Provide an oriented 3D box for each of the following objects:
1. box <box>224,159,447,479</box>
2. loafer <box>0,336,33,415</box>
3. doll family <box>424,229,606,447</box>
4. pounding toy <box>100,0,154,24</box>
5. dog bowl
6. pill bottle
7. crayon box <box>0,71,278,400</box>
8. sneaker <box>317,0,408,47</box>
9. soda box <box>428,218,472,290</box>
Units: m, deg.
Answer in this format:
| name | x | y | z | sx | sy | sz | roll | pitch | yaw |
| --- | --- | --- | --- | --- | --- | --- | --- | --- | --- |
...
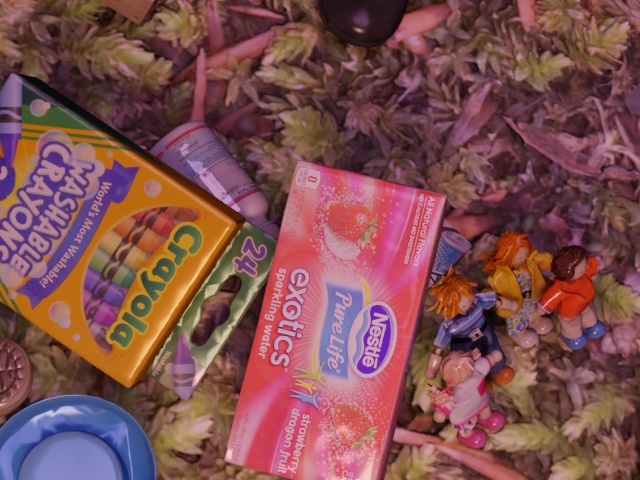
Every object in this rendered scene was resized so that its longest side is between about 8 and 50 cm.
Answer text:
| name | x | y | z | sx | sy | sz | roll | pitch | yaw |
| --- | --- | --- | --- | --- | --- | --- | --- | --- | --- |
| box | 0.021 | 0.087 | 1.182 | 0.154 | 0.142 | 0.300 | 14 | 89 | 6 |
| loafer | -0.406 | 0.152 | 1.167 | 0.269 | 0.092 | 0.102 | -3 | 67 | 5 |
| doll family | 0.182 | 0.083 | 1.265 | 0.263 | 0.163 | 0.118 | -41 | 46 | -18 |
| pounding toy | -0.241 | -0.319 | 1.367 | 0.130 | 0.100 | 0.141 | 31 | 68 | -13 |
| dog bowl | -0.233 | 0.302 | 1.149 | 0.166 | 0.074 | 0.297 | -6 | 72 | -8 |
| pill bottle | -0.113 | -0.046 | 1.290 | 0.087 | 0.087 | 0.160 | -36 | 82 | -20 |
| crayon box | -0.223 | 0.002 | 1.213 | 0.323 | 0.083 | 0.203 | 33 | 96 | 1 |
| sneaker | 0.084 | -0.392 | 1.421 | 0.122 | 0.146 | 0.330 | 19 | 70 | -6 |
| soda box | 0.080 | 0.050 | 1.311 | 0.183 | 0.058 | 0.063 | -42 | 83 | -20 |
